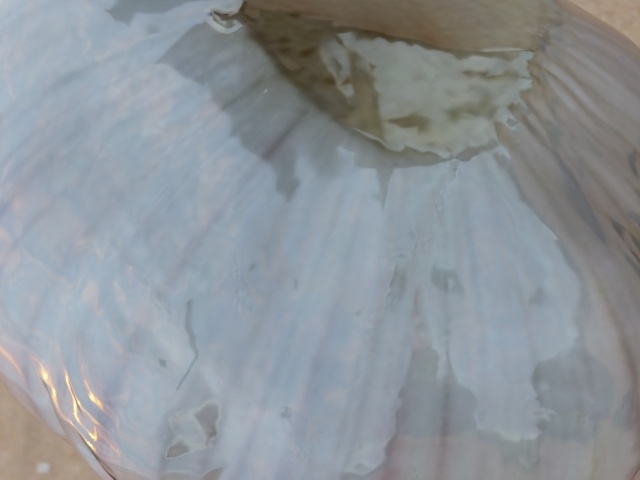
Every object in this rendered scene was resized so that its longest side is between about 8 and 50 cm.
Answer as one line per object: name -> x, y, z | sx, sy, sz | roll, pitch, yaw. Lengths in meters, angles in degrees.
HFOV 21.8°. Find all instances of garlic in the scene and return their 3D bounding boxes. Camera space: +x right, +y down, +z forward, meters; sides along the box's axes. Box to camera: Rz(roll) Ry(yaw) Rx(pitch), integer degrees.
garlic -> 0.000, 0.000, 0.703 | 0.317, 0.317, 0.259 | 49, 141, 41
